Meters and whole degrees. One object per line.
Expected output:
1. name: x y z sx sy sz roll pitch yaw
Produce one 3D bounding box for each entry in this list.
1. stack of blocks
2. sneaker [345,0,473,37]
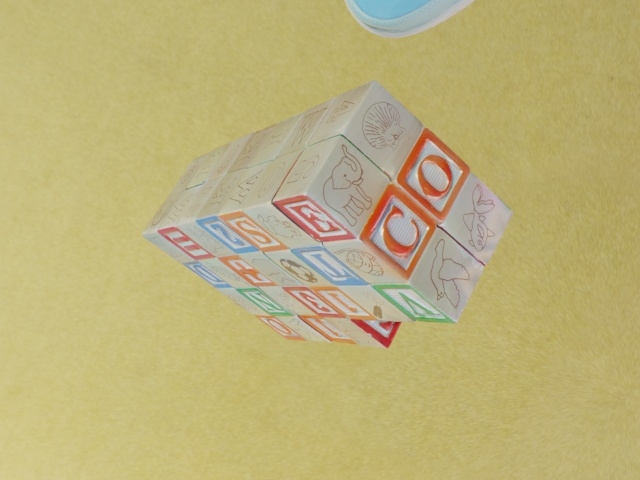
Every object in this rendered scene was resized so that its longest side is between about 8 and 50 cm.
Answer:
1. stack of blocks: 0.000 0.000 0.604 0.297 0.171 0.087 -8 47 61
2. sneaker: 0.070 -0.232 0.409 0.127 0.208 0.319 41 126 9
